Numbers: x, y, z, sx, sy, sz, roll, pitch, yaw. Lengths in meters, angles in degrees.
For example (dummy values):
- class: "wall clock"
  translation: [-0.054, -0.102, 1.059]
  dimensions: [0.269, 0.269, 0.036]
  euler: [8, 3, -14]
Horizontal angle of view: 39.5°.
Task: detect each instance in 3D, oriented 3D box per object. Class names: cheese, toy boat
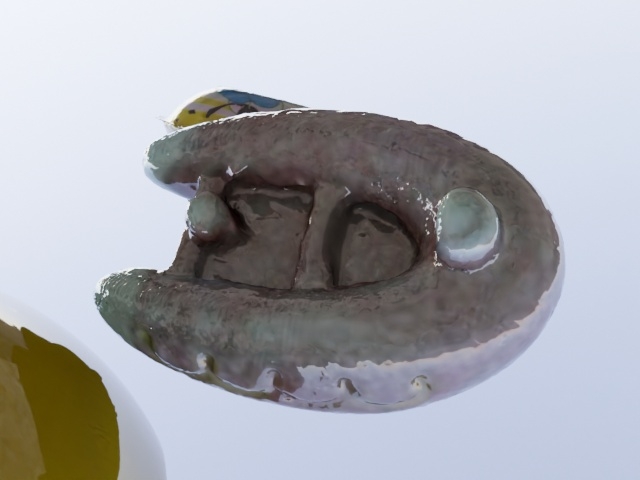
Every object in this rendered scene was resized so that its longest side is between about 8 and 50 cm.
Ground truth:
- class: "cheese"
  translation: [-0.028, -0.068, 0.643]
  dimensions: [0.157, 0.064, 0.250]
  euler: [17, -174, 15]
- class: "toy boat"
  translation: [0.000, 0.000, 0.426]
  dimensions: [0.228, 0.085, 0.155]
  euler: [8, -115, 17]

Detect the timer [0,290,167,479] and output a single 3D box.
- class: "timer"
  translation: [-0.270, 0.171, 0.408]
  dimensions: [0.387, 0.376, 0.376]
  euler: [7, -141, -15]
